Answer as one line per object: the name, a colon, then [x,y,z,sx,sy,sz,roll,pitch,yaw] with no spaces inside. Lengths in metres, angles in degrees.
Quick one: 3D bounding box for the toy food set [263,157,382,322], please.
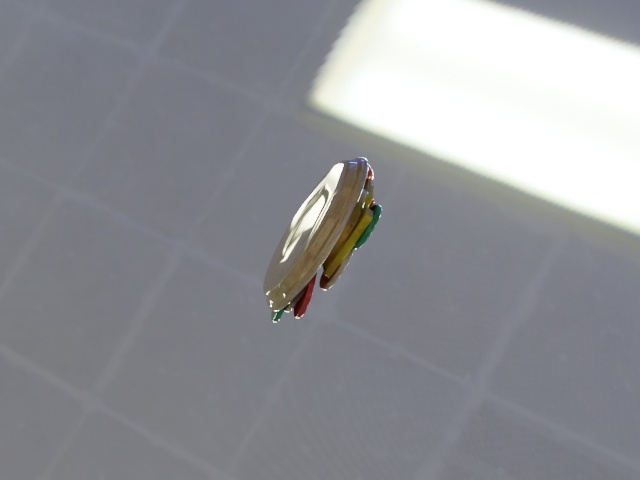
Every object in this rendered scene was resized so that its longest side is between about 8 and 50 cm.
toy food set: [0.000,0.000,0.728,0.083,0.020,0.082,-53,-167,22]
